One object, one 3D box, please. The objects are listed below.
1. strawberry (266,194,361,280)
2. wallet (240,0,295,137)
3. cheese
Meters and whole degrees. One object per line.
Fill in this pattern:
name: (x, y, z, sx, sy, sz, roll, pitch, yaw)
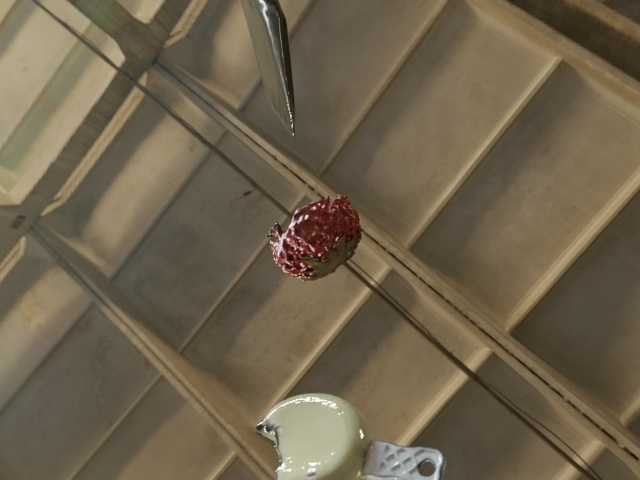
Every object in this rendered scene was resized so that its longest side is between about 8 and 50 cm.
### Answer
strawberry: (0.000, 0.000, 0.770, 0.145, 0.145, 0.086, -43, -115, 4)
wallet: (-0.079, -0.309, 0.912, 0.052, 0.245, 0.168, -19, -135, -9)
cheese: (0.036, 0.267, 0.716, 0.249, 0.070, 0.163, -16, -146, 14)
